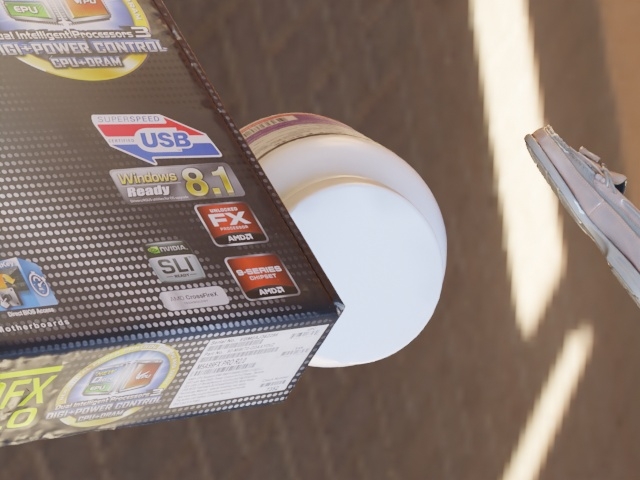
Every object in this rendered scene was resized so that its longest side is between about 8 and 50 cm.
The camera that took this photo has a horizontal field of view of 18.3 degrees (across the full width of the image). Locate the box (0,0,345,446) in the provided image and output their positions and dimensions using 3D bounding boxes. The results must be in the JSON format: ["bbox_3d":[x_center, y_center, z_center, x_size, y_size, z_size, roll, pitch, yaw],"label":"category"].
[{"bbox_3d":[-0.153,-0.024,0.735,0.270,0.216,0.060,-5,142,-37],"label":"box"}]

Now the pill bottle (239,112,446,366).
[{"bbox_3d":[0.000,0.000,0.944,0.193,0.108,0.108,-133,-138,-78],"label":"pill bottle"}]

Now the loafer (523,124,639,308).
[{"bbox_3d":[0.159,-0.016,1.080,0.125,0.039,0.045,56,3,18],"label":"loafer"}]
